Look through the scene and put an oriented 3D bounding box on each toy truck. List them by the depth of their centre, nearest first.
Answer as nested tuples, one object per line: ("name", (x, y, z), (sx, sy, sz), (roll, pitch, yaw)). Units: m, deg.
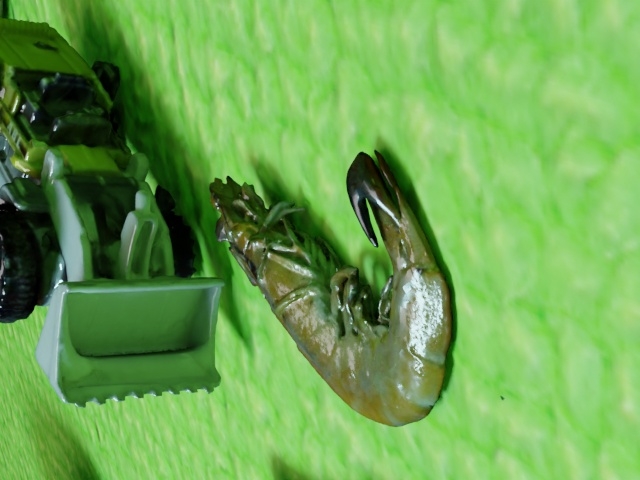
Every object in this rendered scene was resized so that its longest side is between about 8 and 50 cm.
("toy truck", (-0.152, -0.030, 0.698), (0.286, 0.136, 0.111), (52, 127, 34))

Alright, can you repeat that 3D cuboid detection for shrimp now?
("shrimp", (-0.001, 0.000, 0.520), (0.178, 0.034, 0.124), (52, 145, 34))

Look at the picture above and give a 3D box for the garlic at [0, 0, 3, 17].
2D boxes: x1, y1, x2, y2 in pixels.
("garlic", (-0.372, -0.196, 0.997), (0.207, 0.207, 0.256), (63, 152, 19))
